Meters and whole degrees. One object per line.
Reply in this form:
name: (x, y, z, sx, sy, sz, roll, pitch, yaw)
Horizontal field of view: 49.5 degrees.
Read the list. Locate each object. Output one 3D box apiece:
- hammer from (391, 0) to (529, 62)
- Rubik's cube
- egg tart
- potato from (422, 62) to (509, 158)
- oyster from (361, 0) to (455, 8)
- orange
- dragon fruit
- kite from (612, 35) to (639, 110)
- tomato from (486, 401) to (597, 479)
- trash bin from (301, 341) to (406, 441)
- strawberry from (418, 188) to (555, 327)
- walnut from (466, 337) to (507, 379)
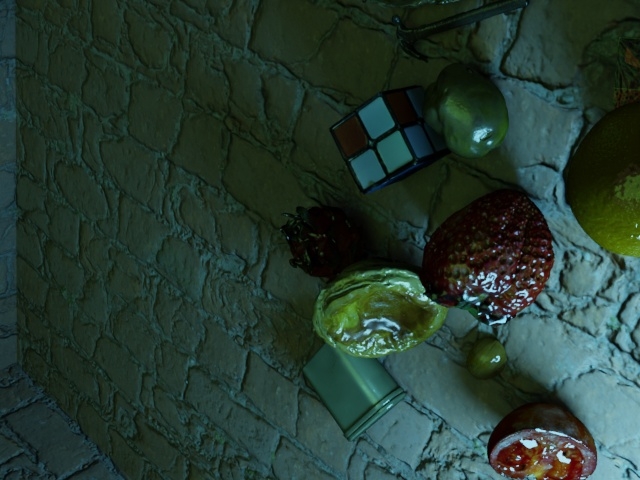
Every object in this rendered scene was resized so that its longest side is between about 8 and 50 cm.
hammer: (0.292, -0.461, 1.457, 0.297, 0.027, 0.125, -10, 123, 37)
Rubik's cube: (0.160, -0.230, 1.580, 0.183, 0.167, 0.180, -26, 88, 42)
egg tart: (0.139, 0.151, 1.702, 0.352, 0.351, 0.150, -51, 30, 40)
potato: (0.307, -0.273, 1.466, 0.200, 0.137, 0.154, 52, 162, 12)
oyster: (0.178, -0.568, 1.503, 0.344, 0.078, 0.129, 9, 104, 33)
orange: (0.570, -0.106, 1.213, 0.274, 0.274, 0.274, 16, 116, 36)
dragon fruit: (0.000, 0.000, 1.759, 0.193, 0.274, 0.192, 9, 75, 64)
kite: (0.590, -0.331, 1.283, 0.125, 0.008, 0.222, 55, 132, 10)
tomato: (0.497, 0.447, 1.572, 0.232, 0.140, 0.200, 16, 130, -3)
trash bin: (0.084, 0.396, 1.921, 0.247, 0.121, 0.243, 51, 131, 18)
strawberry: (0.354, 0.025, 1.489, 0.238, 0.250, 0.289, 36, 109, 67)
walnut: (0.391, 0.289, 1.660, 0.091, 0.052, 0.121, 36, 128, 21)
